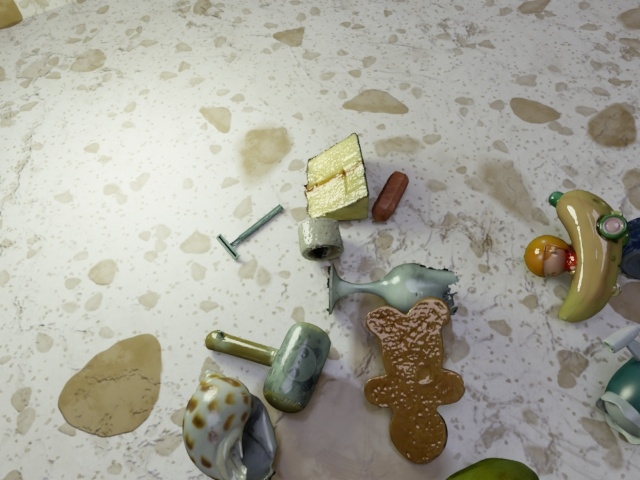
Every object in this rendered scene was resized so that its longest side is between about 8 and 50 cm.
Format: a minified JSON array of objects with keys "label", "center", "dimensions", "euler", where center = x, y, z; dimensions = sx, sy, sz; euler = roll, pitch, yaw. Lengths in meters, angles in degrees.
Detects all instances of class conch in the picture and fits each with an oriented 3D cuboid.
[{"label":"conch","center":[-0.204,0.385,0.944],"dimensions":[0.148,0.182,0.275],"euler":[-29,49,23]}]

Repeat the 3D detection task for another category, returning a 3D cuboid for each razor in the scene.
[{"label":"razor","center":[-0.188,-0.037,1.267],"dimensions":[0.211,0.036,0.084],"euler":[-40,88,-25]}]

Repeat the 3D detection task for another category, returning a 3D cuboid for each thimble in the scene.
[{"label":"thimble","center":[0.000,0.000,1.188],"dimensions":[0.115,0.102,0.090],"euler":[-13,59,5]}]

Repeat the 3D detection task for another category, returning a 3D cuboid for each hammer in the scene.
[{"label":"hammer","center":[-0.140,0.265,1.050],"dimensions":[0.305,0.113,0.202],"euler":[14,57,21]}]

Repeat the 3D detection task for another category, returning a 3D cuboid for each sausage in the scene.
[{"label":"sausage","center":[0.194,-0.120,1.272],"dimensions":[0.065,0.065,0.170],"euler":[22,61,16]}]

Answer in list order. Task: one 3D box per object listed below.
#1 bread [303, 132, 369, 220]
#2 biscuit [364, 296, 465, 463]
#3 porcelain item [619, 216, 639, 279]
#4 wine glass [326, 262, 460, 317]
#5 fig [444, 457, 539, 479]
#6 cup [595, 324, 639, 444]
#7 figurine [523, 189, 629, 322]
[{"label":"bread","center":[0.036,-0.175,1.271],"dimensions":[0.177,0.135,0.240],"euler":[-6,61,0]},{"label":"biscuit","center":[0.202,0.304,0.985],"dimensions":[0.215,0.047,0.340],"euler":[-10,78,8]},{"label":"porcelain item","center":[0.817,0.017,1.101],"dimensions":[0.147,0.147,0.114],"euler":[12,59,10]},{"label":"wine glass","center":[0.168,0.122,1.087],"dimensions":[0.320,0.143,0.144],"euler":[0,59,1]},{"label":"fig","center":[0.312,0.506,0.817],"dimensions":[0.207,0.208,0.230],"euler":[15,27,12]},{"label":"cup","center":[0.679,0.326,0.919],"dimensions":[0.173,0.167,0.300],"euler":[-31,87,-5]},{"label":"figurine","center":[0.614,0.035,1.092],"dimensions":[0.222,0.124,0.325],"euler":[8,83,34]}]
